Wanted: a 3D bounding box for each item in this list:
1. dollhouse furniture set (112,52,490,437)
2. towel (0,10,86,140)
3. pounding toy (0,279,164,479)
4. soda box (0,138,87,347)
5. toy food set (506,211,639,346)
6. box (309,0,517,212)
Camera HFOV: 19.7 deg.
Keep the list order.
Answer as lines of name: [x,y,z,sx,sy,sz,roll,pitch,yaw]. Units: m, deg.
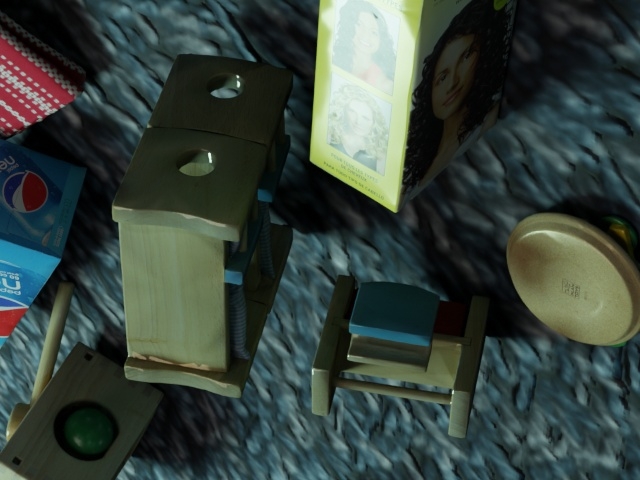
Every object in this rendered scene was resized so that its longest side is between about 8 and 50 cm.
dollhouse furniture set: [0.000,0.000,0.970,0.183,0.129,0.129,9,135,8]
towel: [-0.283,-0.120,1.147,0.199,0.031,0.275,39,149,-24]
pounding toy: [-0.178,0.128,1.261,0.100,0.130,0.141,31,144,0]
soda box: [-0.221,0.016,1.210,0.067,0.071,0.210,19,148,-15]
toy food set: [0.130,0.019,0.918,0.082,0.020,0.083,12,132,38]
box: [0.046,-0.126,0.808,0.058,0.087,0.232,31,143,24]
